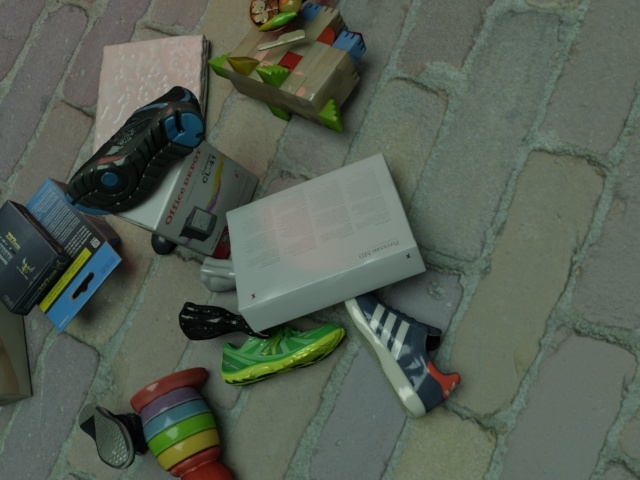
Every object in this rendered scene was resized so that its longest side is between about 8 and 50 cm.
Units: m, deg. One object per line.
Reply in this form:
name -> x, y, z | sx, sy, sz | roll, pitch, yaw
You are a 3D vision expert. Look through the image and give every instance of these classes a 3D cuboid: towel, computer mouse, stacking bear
towel -> -0.435, -0.358, 1.948 | 0.316, 0.053, 0.332 | -2, 77, 19
computer mouse -> -0.370, -0.083, 1.862 | 0.071, 0.041, 0.242 | 3, 77, 22
stacking bear -> -0.285, 0.444, 1.644 | 0.175, 0.164, 0.289 | -33, 73, 11

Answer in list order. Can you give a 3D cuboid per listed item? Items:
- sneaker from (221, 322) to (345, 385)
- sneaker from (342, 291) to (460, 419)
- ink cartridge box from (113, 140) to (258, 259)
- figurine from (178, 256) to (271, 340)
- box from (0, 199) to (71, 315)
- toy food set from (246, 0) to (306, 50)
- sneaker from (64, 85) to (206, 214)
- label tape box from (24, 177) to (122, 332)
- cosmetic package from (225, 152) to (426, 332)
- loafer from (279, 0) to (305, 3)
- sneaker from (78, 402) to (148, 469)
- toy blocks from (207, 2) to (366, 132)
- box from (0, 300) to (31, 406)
sneaker -> -0.092, 0.225, 1.644 | 0.295, 0.109, 0.124 | -19, 72, 14
sneaker -> 0.159, 0.187, 1.563 | 0.148, 0.131, 0.350 | -29, 65, -6
ink cartridge box -> -0.289, -0.101, 1.690 | 0.131, 0.306, 0.226 | 20, 85, 24
figurine -> -0.175, 0.126, 1.677 | 0.209, 0.092, 0.215 | 1, 50, 22
box -> -0.737, 0.040, 1.844 | 0.232, 0.059, 0.183 | 41, 93, 24
toy food set -> -0.105, -0.524, 1.686 | 0.132, 0.038, 0.192 | -15, 72, 13
sneaker -> -0.369, -0.175, 1.526 | 0.340, 0.125, 0.140 | -32, 40, 14
label tape box -> -0.632, 0.040, 1.894 | 0.333, 0.106, 0.241 | 43, 95, 24
cosmetic package -> 0.000, 0.000, 1.594 | 0.377, 0.097, 0.285 | -20, 45, 7
loafer -> -0.028, -0.597, 1.761 | 0.078, 0.080, 0.220 | 27, 72, 29
sneaker -> -0.420, 0.443, 1.674 | 0.226, 0.163, 0.086 | 28, 84, 50
toy blocks -> -0.038, -0.432, 1.764 | 0.381, 0.191, 0.261 | 27, 75, 33
box -> -0.838, 0.257, 1.911 | 0.147, 0.121, 0.311 | -21, 71, 15
